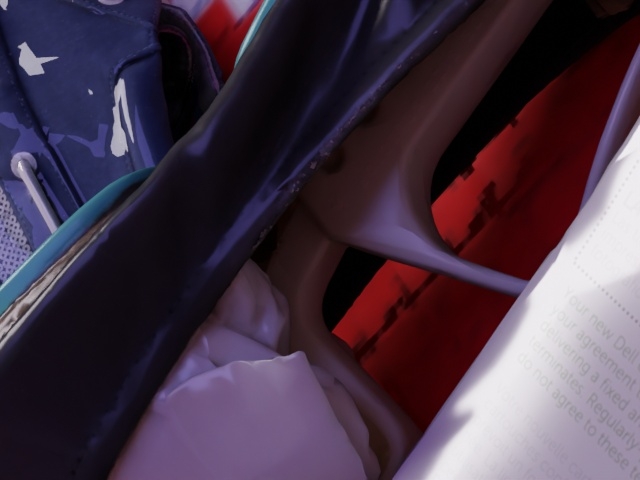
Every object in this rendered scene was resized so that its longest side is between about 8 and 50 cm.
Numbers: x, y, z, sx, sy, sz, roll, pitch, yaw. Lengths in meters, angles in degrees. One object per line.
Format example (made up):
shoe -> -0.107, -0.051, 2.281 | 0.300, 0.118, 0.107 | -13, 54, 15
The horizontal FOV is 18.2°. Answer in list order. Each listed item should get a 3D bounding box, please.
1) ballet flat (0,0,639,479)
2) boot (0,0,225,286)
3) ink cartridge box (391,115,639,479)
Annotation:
ballet flat -> 0.000, 0.000, 0.432 | 0.096, 0.095, 0.280 | 40, 98, 20
boot -> -0.073, -0.058, 0.554 | 0.086, 0.069, 0.190 | -29, 65, 24
ink cartridge box -> 0.100, 0.050, 0.344 | 0.235, 0.056, 0.171 | -57, 46, 15
